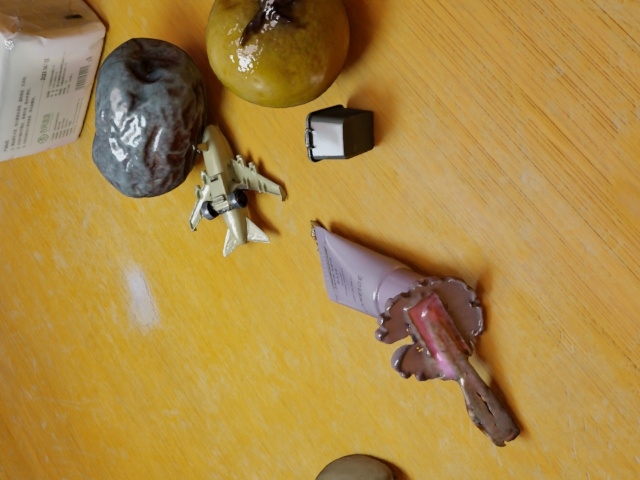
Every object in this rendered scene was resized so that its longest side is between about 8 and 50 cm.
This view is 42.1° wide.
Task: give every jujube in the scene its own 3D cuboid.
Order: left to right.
[{"bbox_3d":[-0.336,-0.229,1.643,0.308,0.216,0.246,107,165,-48],"label":"jujube"}]

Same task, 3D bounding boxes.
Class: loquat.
[{"bbox_3d":[-0.067,-0.328,1.328,0.244,0.244,0.243,18,116,41],"label":"loquat"}]

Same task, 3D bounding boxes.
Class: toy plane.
[{"bbox_3d":[-0.183,-0.103,1.631,0.242,0.104,0.256,-19,97,33],"label":"toy plane"}]

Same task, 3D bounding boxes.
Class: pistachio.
[{"bbox_3d":[0.069,0.464,1.563,0.186,0.126,0.108,-8,141,44],"label":"pistachio"}]

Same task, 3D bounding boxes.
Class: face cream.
[{"bbox_3d":[0.083,0.071,1.423,0.274,0.096,0.154,20,131,52],"label":"face cream"}]

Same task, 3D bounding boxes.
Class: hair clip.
[{"bbox_3d":[0.210,0.191,1.306,0.300,0.173,0.069,58,174,-10],"label":"hair clip"}]

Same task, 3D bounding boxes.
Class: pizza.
[{"bbox_3d":[0.000,0.000,1.529,0.037,0.016,0.083,-28,85,53],"label":"pizza"}]

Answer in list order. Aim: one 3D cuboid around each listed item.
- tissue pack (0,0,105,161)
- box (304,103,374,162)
[{"bbox_3d":[-0.664,-0.380,1.899,0.194,0.266,0.356,46,132,18],"label":"tissue pack"},{"bbox_3d":[0.035,-0.174,1.363,0.069,0.122,0.084,9,112,31],"label":"box"}]
